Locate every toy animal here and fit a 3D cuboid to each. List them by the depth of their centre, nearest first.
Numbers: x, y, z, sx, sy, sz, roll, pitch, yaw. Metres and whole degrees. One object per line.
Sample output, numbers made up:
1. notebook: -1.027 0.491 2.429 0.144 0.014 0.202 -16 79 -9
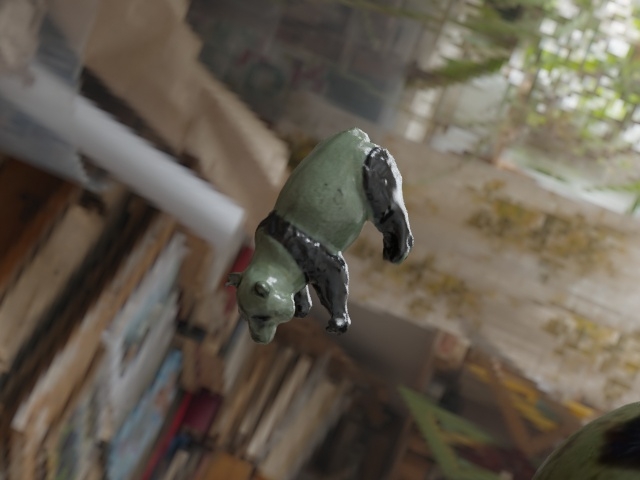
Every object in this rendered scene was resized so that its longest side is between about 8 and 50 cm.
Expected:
1. toy animal: 0.000 0.000 1.544 0.225 0.094 0.121 -51 127 -18

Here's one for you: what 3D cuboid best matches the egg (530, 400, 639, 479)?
1. egg: 0.386 0.316 1.600 0.345 0.427 0.345 5 90 -72
